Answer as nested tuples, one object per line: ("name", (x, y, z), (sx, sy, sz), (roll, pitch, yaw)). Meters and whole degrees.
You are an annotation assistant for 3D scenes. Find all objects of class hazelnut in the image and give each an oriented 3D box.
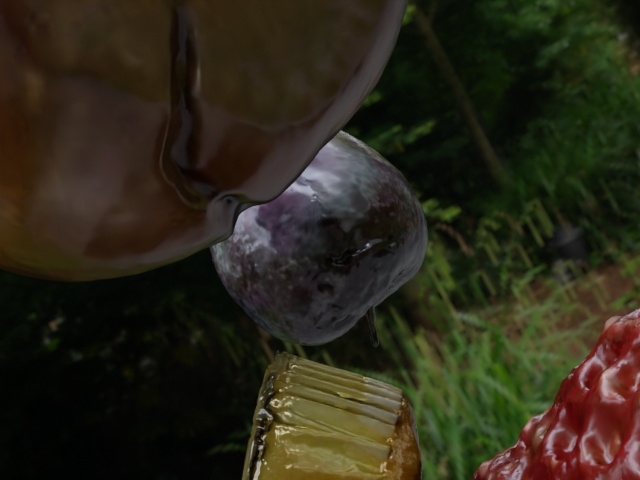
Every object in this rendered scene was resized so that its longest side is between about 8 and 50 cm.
("hazelnut", (-0.117, -0.143, 0.828), (0.372, 0.315, 0.372), (-34, -12, -9))

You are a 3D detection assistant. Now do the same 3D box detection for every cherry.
("cherry", (-0.009, -0.006, 1.121), (0.195, 0.195, 0.195), (-29, 0, 0))

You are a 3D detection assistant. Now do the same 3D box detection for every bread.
("bread", (-0.001, 0.170, 0.772), (0.132, 0.114, 0.190), (108, 179, -66))

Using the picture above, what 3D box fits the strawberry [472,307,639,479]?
("strawberry", (0.193, 0.188, 0.723), (0.295, 0.345, 0.317), (2, 34, 17))
